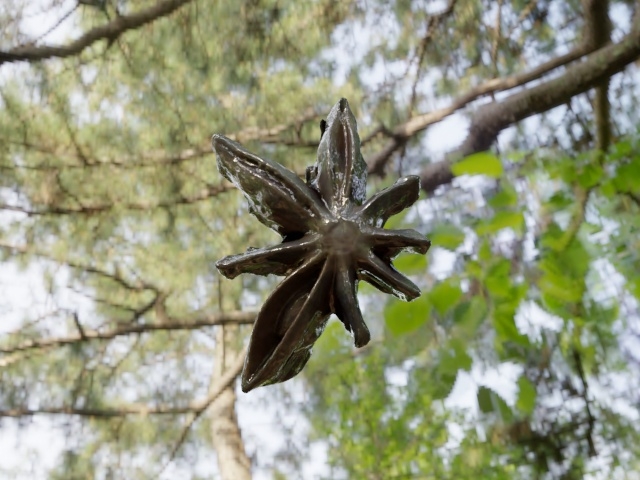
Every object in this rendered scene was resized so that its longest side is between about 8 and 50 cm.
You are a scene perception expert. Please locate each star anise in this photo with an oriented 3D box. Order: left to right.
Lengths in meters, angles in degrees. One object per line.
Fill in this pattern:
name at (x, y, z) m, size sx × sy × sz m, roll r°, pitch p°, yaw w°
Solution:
star anise at (0.000, -0.005, 1.067) m, size 0.198 × 0.258 × 0.110 m, roll -12°, pitch -18°, yaw -2°
